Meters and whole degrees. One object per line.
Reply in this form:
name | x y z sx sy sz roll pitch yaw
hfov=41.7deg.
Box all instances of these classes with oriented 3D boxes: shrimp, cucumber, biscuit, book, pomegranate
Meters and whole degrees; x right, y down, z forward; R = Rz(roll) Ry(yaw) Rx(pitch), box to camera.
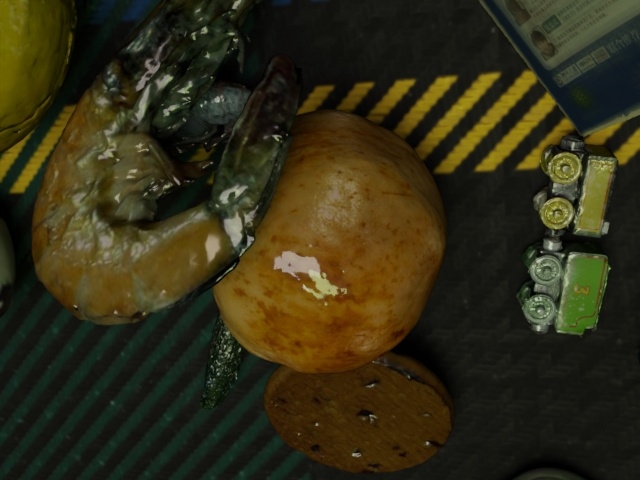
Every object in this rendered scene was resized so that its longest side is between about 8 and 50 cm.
shrimp | -0.107 -0.125 0.740 0.272 0.085 0.445 30 89 39
cucumber | -0.095 0.080 0.941 0.044 0.043 0.257 11 110 -11
biscuit | 0.040 0.183 0.913 0.212 0.036 0.212 4 130 5
book | 0.189 -0.239 0.687 0.018 0.228 0.322 -40 97 -18
pomegranate | 0.000 0.000 0.792 0.248 0.248 0.248 4 109 13
shrimp | -0.170 -0.127 0.879 0.232 0.079 0.090 -8 70 19

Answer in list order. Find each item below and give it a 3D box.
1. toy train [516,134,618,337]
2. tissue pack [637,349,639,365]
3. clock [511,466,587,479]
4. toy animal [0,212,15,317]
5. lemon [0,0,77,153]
toy train | 0.245 -0.002 0.820 0.081 0.060 0.202 6 110 4
tissue pack | 0.426 0.096 0.733 0.134 0.192 0.271 44 113 -1
clock | 0.288 0.424 0.923 0.324 0.108 0.265 35 112 1
toy animal | -0.483 0.042 0.940 0.266 0.212 0.213 -29 99 25
lemon | -0.373 -0.215 0.787 0.297 0.297 0.297 4 109 13
